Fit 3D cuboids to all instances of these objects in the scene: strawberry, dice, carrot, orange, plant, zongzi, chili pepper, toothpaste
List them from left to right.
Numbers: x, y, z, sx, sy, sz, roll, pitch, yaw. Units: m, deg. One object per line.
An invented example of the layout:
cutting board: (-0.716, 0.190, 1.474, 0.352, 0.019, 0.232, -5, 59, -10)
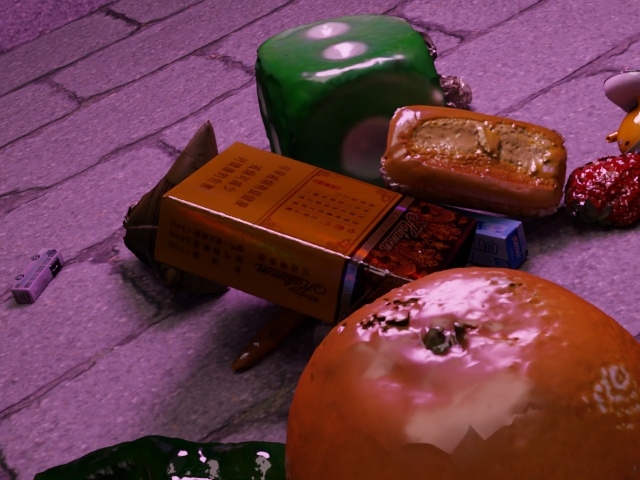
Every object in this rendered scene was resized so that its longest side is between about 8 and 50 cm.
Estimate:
chili pepper: (-0.182, 0.320, 1.402, 0.385, 0.167, 0.213, -10, 28, 19)
zongzi: (-0.244, -0.084, 1.972, 0.145, 0.300, 0.274, -5, 20, -29)
carrot: (-0.064, 0.135, 1.775, 0.047, 0.047, 0.191, 14, 48, 42)
dice: (0.052, -0.214, 2.036, 0.287, 0.297, 0.300, -18, 29, -5)
plant: (0.232, -0.258, 2.256, 0.116, 0.104, 0.122, -35, 41, 51)
toothpaste: (0.201, -0.014, 1.854, 0.272, 0.066, 0.053, 15, 44, 43)
orange: (0.168, 0.212, 1.241, 0.424, 0.326, 0.424, -11, 30, 7)
strawberry: (0.457, -0.084, 1.825, 0.192, 0.085, 0.140, -8, 29, 12)

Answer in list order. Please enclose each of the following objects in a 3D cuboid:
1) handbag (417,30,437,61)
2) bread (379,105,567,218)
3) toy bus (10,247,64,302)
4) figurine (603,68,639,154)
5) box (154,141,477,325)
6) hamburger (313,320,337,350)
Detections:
handbag: (0.088, -0.312, 2.291, 0.316, 0.109, 0.253, -21, -4, -2)
bread: (0.239, -0.120, 1.838, 0.288, 0.119, 0.152, 11, 70, 1)
toy bus: (-0.513, 0.062, 2.125, 0.052, 0.037, 0.130, -1, 34, 22)
figurine: (0.578, -0.180, 1.908, 0.250, 0.166, 0.141, 7, 73, -9)
box: (0.001, 0.000, 1.712, 0.415, 0.115, 0.264, 19, 27, 14)
hamburger: (0.031, 0.148, 1.657, 0.054, 0.084, 0.121, -36, 33, -26)
